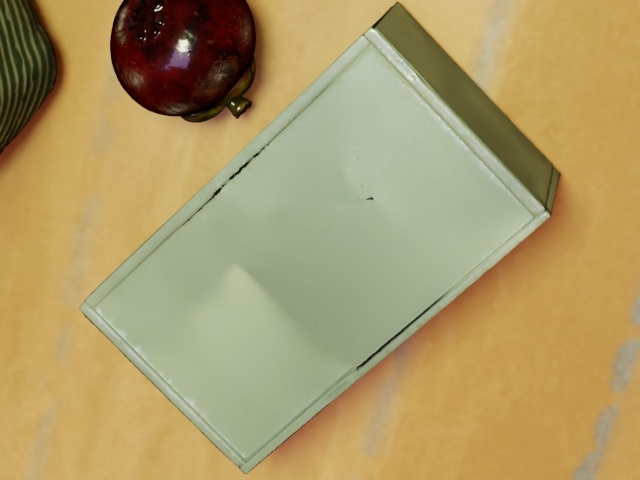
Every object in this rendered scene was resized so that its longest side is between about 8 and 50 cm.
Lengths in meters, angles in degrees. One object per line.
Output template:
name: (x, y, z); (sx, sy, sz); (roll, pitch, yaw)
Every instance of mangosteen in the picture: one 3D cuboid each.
mangosteen: (-0.071, -0.104, 0.801); (0.081, 0.081, 0.081); (4, 108, 11)

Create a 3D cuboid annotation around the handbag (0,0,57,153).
handbag: (-0.325, -0.133, 0.762); (0.247, 0.240, 0.341); (-24, 102, 23)

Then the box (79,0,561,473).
box: (0.000, 0.000, 0.810); (0.225, 0.086, 0.129); (-42, 95, 21)
